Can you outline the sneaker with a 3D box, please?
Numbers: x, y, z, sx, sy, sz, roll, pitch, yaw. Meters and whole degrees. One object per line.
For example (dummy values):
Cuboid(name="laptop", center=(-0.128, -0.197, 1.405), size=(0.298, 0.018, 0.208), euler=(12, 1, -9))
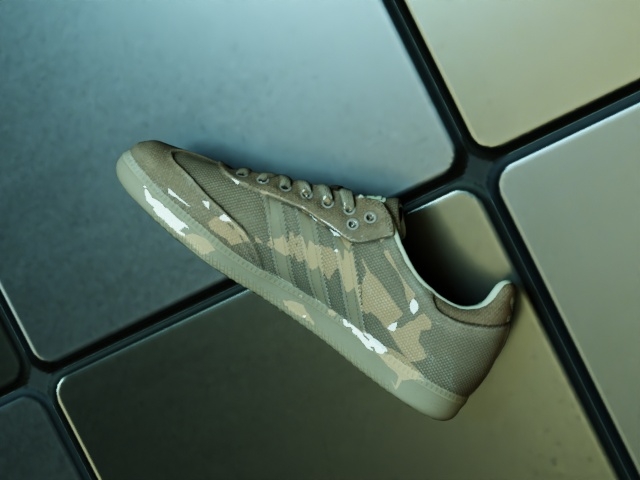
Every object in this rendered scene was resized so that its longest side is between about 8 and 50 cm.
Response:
Cuboid(name="sneaker", center=(0.000, 0.000, 0.657), size=(0.188, 0.066, 0.071), euler=(36, 93, 2))
